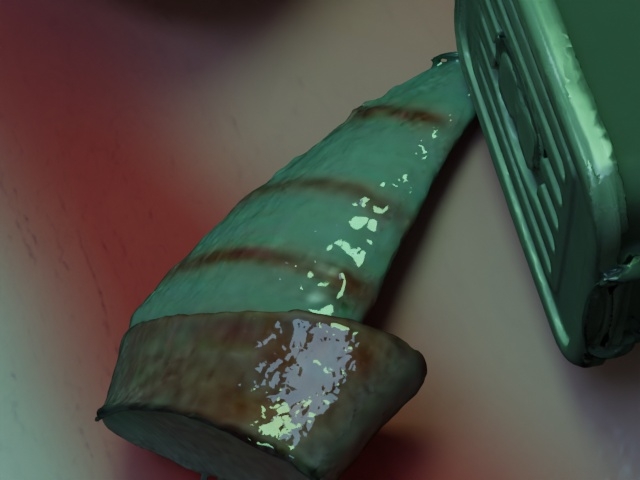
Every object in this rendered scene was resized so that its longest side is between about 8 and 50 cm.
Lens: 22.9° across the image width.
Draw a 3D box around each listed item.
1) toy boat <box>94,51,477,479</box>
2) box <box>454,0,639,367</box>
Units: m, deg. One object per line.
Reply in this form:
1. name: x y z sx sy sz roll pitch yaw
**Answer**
1. toy boat: 0.000 0.000 0.859 0.206 0.096 0.282 5 56 44
2. box: 0.156 -0.074 0.759 0.135 0.163 0.243 -12 57 -4
